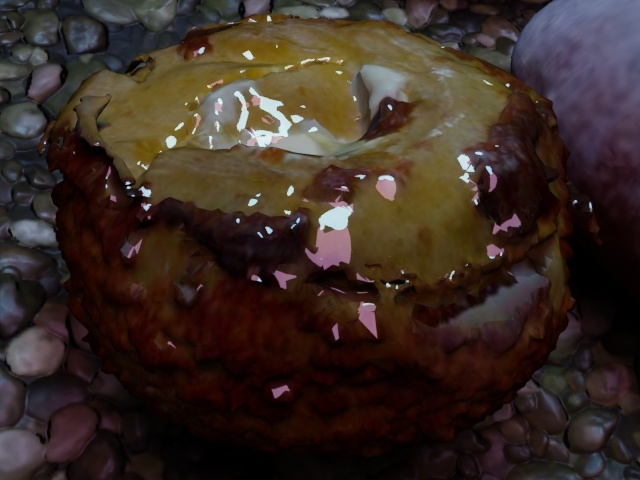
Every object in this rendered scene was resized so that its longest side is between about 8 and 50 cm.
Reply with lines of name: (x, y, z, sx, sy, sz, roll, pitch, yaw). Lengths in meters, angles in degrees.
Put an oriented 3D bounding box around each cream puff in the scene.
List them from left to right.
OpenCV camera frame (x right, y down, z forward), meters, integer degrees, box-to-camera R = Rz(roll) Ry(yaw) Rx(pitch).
cream puff: (0.002, 0.003, 0.659, 0.351, 0.228, 0.350, -1, 35, 1)

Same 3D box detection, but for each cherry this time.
cherry: (0.326, -0.086, 0.740, 0.326, 0.291, 0.335, -38, 55, -10)
